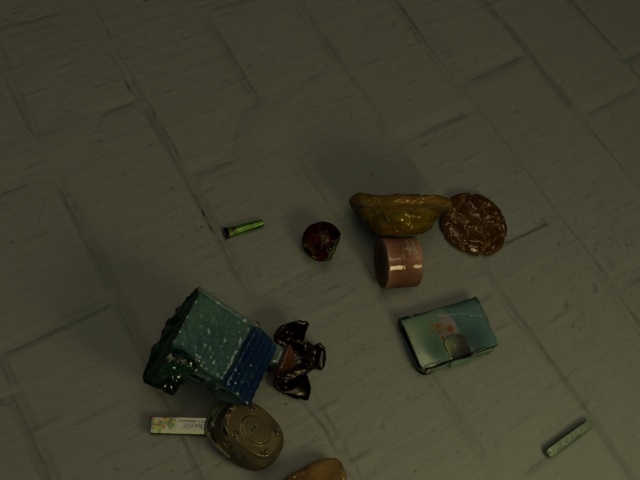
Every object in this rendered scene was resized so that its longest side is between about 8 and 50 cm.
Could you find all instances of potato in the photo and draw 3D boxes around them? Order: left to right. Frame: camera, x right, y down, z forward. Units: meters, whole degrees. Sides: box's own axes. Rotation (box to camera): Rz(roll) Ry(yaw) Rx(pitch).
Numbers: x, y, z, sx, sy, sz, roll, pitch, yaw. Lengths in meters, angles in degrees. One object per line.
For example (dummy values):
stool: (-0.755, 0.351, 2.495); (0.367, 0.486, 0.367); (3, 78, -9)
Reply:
potato: (-0.025, 0.642, 1.759); (0.234, 0.128, 0.161); (-21, 75, -24)

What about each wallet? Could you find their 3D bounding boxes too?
wallet: (0.363, 0.270, 2.038); (0.250, 0.075, 0.176); (-14, 64, -15)

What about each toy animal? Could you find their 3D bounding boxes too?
toy animal: (-0.086, 0.323, 1.941); (0.179, 0.116, 0.219); (-3, 91, 18)

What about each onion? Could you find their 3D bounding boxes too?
onion: (0.000, 0.000, 2.089); (0.118, 0.119, 0.117); (30, 67, 6)

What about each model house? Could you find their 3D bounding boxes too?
model house: (-0.244, 0.309, 1.810); (0.329, 0.295, 0.252); (27, 59, -14)

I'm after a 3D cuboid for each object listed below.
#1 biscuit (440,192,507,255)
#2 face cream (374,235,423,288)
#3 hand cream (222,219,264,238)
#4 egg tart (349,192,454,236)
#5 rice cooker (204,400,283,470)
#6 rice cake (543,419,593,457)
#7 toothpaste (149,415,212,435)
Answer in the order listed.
biscuit: (0.479, -0.053, 2.236); (0.225, 0.042, 0.226); (4, 64, -9)
face cream: (0.225, 0.063, 2.073); (0.104, 0.149, 0.149); (-3, 65, -12)
hand cream: (-0.228, -0.036, 2.117); (0.121, 0.023, 0.036); (-16, 71, -13)
egg tart: (0.235, -0.075, 2.092); (0.318, 0.319, 0.128); (0, 92, -10)
rice cooker: (-0.188, 0.485, 1.803); (0.206, 0.127, 0.145); (43, 52, -9)
rice cake: (0.686, 0.548, 1.979); (0.170, 0.033, 0.029); (-28, 68, -20)
toothpaste: (-0.355, 0.475, 1.837); (0.164, 0.034, 0.046); (4, 67, -8)
